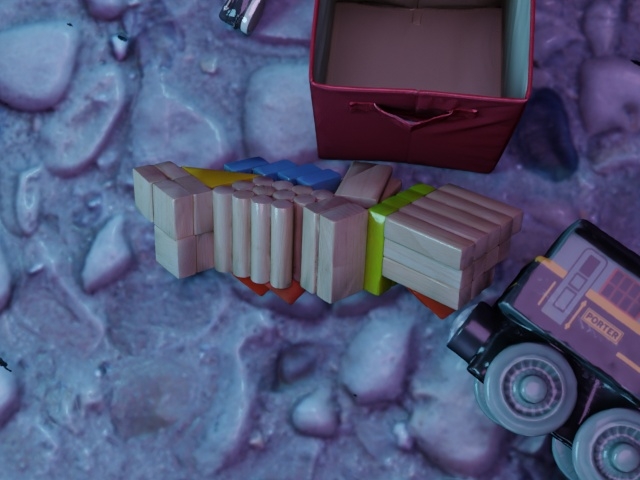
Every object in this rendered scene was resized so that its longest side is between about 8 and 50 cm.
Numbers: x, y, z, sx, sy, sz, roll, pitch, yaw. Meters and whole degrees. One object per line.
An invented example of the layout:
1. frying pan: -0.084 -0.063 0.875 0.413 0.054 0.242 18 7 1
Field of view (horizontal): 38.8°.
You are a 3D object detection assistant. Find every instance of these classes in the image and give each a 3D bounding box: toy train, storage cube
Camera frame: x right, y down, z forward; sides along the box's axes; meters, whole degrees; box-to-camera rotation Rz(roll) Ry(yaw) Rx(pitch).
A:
1. toy train: 0.277 0.133 0.775 0.334 0.142 0.190 37 87 10
2. storage cube: 0.089 -0.182 0.845 0.184 0.193 0.215 5 77 3

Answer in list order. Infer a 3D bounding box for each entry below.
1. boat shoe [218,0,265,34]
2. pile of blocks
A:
1. boat shoe: -0.064 -0.277 0.952 0.038 0.046 0.125 26 86 3
2. pile of blocks: 0.000 0.000 0.861 0.362 0.149 0.112 10 119 14
